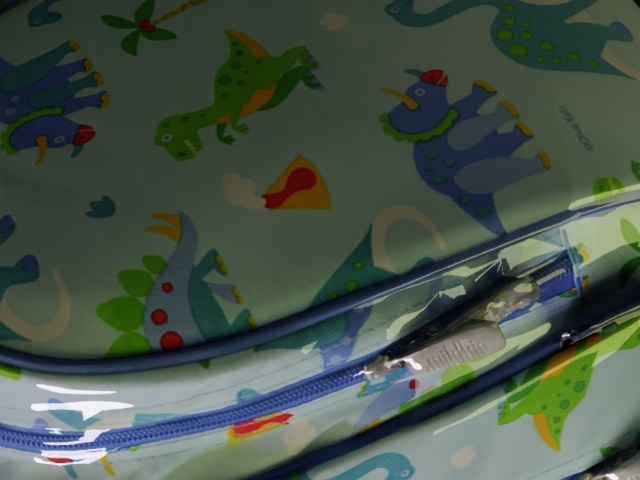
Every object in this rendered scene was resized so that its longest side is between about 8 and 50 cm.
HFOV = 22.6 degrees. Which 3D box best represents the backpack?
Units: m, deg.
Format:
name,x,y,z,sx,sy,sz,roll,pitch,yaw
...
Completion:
name,x,y,z,sx,sy,sz,roll,pitch,yaw
backpack,0.000,0.000,0.588,0.355,0.290,0.273,-32,145,3
